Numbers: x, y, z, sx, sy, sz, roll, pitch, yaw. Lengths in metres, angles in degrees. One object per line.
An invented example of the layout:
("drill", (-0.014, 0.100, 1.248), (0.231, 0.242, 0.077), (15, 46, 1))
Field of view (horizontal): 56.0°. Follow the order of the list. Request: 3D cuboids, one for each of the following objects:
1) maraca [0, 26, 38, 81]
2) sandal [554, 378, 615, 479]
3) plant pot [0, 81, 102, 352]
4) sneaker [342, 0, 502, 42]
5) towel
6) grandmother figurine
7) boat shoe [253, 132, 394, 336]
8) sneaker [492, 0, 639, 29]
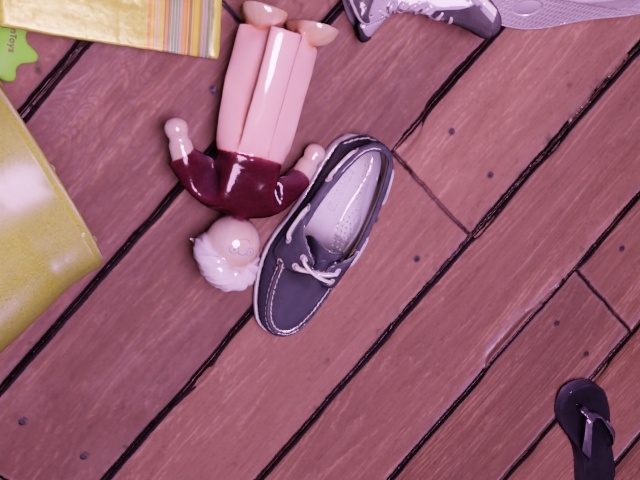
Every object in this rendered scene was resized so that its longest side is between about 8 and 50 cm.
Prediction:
("maraca", (-0.383, -0.228, 0.615), (0.185, 0.099, 0.127), (0, 109, -45))
("sandal", (0.487, 0.351, 1.067), (0.097, 0.054, 0.255), (-27, 111, -9))
("plant pot", (-0.418, 0.007, 0.556), (0.352, 0.366, 0.367), (-33, 112, -19))
("sneaker", (0.109, -0.293, 0.765), (0.228, 0.086, 0.132), (32, 98, -12))
("towel", (-0.223, -0.268, 0.667), (0.237, 0.021, 0.102), (-1, 102, -30))
("grandmother figurine", (-0.089, -0.103, 0.738), (0.207, 0.104, 0.343), (10, 100, -18))
("boat shoe", (0.000, 0.000, 0.797), (0.114, 0.091, 0.303), (19, 98, -21))
("sneaker", (0.325, -0.377, 0.812), (0.255, 0.094, 0.151), (-5, 83, -2))
